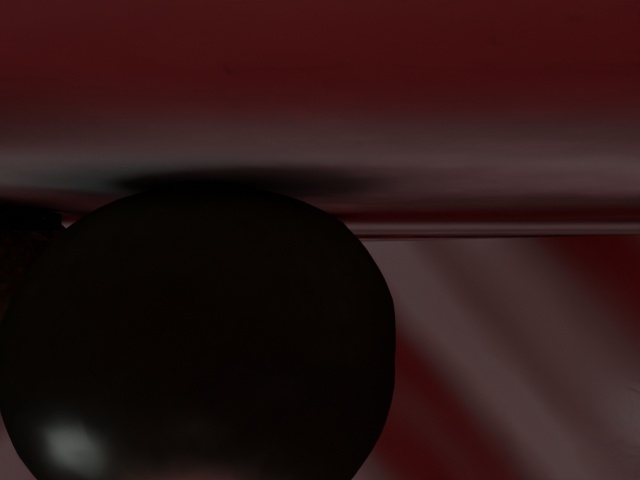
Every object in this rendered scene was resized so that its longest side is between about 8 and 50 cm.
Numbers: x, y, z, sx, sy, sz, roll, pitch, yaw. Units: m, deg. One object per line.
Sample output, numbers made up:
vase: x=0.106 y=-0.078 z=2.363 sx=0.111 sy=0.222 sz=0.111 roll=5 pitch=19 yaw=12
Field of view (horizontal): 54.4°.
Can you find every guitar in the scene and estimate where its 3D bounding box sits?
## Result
guitar: x=-0.469 y=-0.028 z=0.877 sx=0.233 sy=0.025 sz=0.088 roll=-1 pitch=175 yaw=25

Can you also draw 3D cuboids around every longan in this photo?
longan: x=-0.109 y=0.110 z=0.594 sx=0.361 sy=0.361 sz=0.361 roll=0 pitch=178 yaw=0

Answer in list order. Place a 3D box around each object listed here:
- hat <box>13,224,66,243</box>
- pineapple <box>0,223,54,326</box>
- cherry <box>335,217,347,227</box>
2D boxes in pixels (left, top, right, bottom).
hat: x=-0.483 y=-0.012 z=0.986 sx=0.146 sy=0.067 sz=0.146 roll=-4 pitch=-140 yaw=4
pineapple: x=-0.381 y=0.054 z=0.832 sx=0.175 sy=0.175 sz=0.361 roll=-1 pitch=-177 yaw=23
cherry: x=-0.004 y=0.004 z=1.019 sx=0.106 sy=0.087 sz=0.126 roll=-4 pitch=-179 yaw=-5
